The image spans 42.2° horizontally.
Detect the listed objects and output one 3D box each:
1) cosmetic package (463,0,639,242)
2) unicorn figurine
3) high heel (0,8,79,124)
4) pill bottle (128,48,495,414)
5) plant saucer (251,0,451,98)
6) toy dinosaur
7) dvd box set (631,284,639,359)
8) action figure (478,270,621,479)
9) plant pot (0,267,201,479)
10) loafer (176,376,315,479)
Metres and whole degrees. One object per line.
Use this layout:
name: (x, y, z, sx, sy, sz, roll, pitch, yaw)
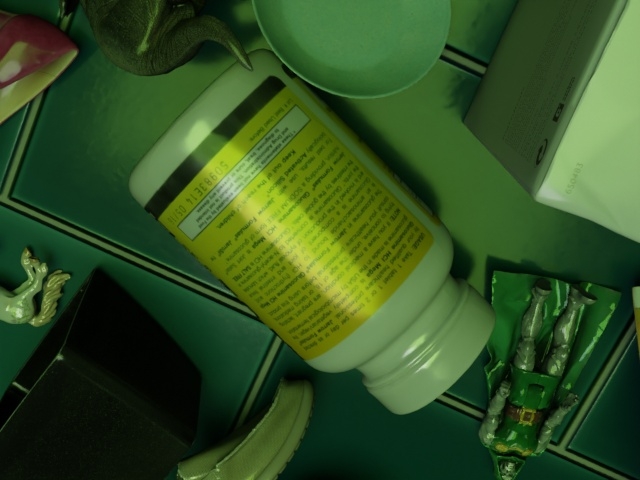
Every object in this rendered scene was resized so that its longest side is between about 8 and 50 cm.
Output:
cosmetic package: (0.252, -0.098, 0.635, 0.217, 0.385, 0.156, 20, 106, -3)
unicorn figurine: (-0.361, 0.055, 0.889, 0.161, 0.060, 0.111, 18, 104, 0)
high heel: (-0.334, -0.113, 0.835, 0.117, 0.082, 0.244, 25, 92, 8)
pill bottle: (0.000, 0.000, 0.780, 0.334, 0.188, 0.188, 45, 103, -6)
plant saucer: (0.026, -0.221, 0.773, 0.194, 0.037, 0.195, 2, 81, -16)
toy dinosaur: (-0.158, -0.219, 0.753, 0.313, 0.121, 0.160, 46, 102, 18)
dvd box set: (0.468, 0.236, 0.757, 0.307, 0.062, 0.421, -6, 84, 24)
action figure: (0.221, 0.154, 0.870, 0.137, 0.063, 0.232, 11, 108, -1)
plant pot: (-0.227, 0.175, 0.854, 0.167, 0.188, 0.187, 35, 104, -16)
loafer: (-0.101, 0.242, 0.849, 0.092, 0.102, 0.268, 35, 67, 3)
